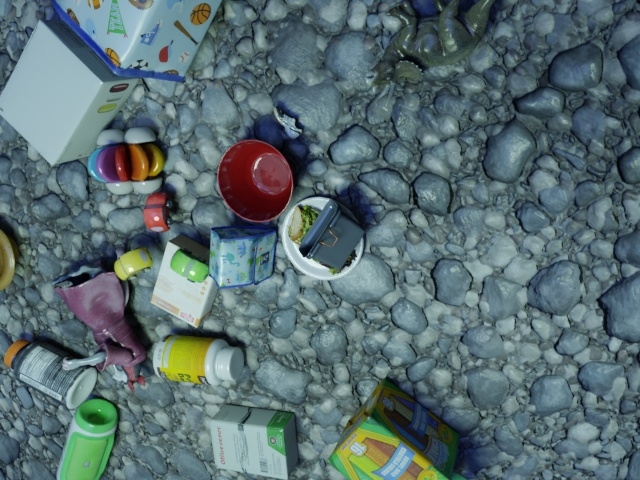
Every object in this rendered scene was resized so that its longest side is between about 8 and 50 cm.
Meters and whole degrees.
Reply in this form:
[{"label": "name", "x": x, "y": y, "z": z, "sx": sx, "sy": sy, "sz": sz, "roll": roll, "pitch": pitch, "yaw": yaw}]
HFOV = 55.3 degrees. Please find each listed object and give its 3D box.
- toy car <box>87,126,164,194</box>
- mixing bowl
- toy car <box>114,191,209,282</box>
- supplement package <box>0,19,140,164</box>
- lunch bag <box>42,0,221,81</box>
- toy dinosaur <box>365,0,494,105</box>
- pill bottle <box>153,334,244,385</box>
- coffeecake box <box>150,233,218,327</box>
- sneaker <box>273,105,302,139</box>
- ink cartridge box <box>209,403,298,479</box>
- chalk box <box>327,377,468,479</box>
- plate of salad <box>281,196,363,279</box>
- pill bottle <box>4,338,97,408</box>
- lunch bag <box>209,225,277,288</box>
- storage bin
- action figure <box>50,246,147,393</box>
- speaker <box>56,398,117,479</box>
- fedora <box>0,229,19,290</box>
[{"label": "toy car", "x": -0.473, "y": -0.184, "z": 1.456, "sx": 0.181, "sy": 0.136, "sz": 0.159, "roll": 0, "pitch": 107, "yaw": 20}, {"label": "mixing bowl", "x": -0.129, "y": -0.142, "z": 1.367, "sx": 0.181, "sy": 0.098, "sz": 0.182, "roll": 6, "pitch": 109, "yaw": 17}, {"label": "toy car", "x": -0.366, "y": 0.027, "z": 1.451, "sx": 0.225, "sy": 0.053, "sz": 0.239, "roll": 29, "pitch": 95, "yaw": 10}, {"label": "supplement package", "x": -0.600, "y": -0.349, "z": 1.446, "sx": 0.204, "sy": 0.145, "sz": 0.262, "roll": 44, "pitch": 116, "yaw": 2}, {"label": "lunch bag", "x": -0.404, "y": -0.575, "z": 1.263, "sx": 0.385, "sy": 0.239, "sz": 0.328, "roll": 47, "pitch": 117, "yaw": 18}, {"label": "toy dinosaur", "x": 0.224, "y": -0.396, "z": 1.168, "sx": 0.313, "sy": 0.121, "sz": 0.160, "roll": -19, "pitch": 112, "yaw": 19}, {"label": "pill bottle", "x": -0.310, "y": 0.307, "z": 1.565, "sx": 0.214, "sy": 0.117, "sz": 0.117, "roll": 1, "pitch": 107, "yaw": 20}, {"label": "coffeecake box", "x": -0.331, "y": 0.101, "z": 1.534, "sx": 0.142, "sy": 0.068, "sz": 0.186, "roll": 27, "pitch": 114, "yaw": 10}, {"label": "sneaker", "x": -0.071, "y": -0.265, "z": 1.348, "sx": 0.037, "sy": 0.032, "sz": 0.083, "roll": -33, "pitch": 99, "yaw": 12}, {"label": "ink cartridge box", "x": -0.173, "y": 0.525, "z": 1.601, "sx": 0.208, "sy": 0.087, "sz": 0.153, "roll": 2, "pitch": 108, "yaw": 18}, {"label": "chalk box", "x": 0.198, "y": 0.501, "z": 1.410, "sx": 0.289, "sy": 0.179, "sz": 0.180, "roll": 37, "pitch": 116, "yaw": 6}, {"label": "plate of salad", "x": 0.000, "y": 0.000, "z": 1.394, "sx": 0.199, "sy": 0.048, "sz": 0.200, "roll": 6, "pitch": 108, "yaw": 18}, {"label": "pill bottle", "x": -0.778, "y": 0.371, "z": 1.748, "sx": 0.245, "sy": 0.130, "sz": 0.131, "roll": 24, "pitch": 113, "yaw": 12}, {"label": "lunch bag", "x": -0.177, "y": 0.036, "z": 1.429, "sx": 0.096, "sy": 0.151, "sz": 0.129, "roll": 39, "pitch": 127, "yaw": 51}, {"label": "storage bin", "x": 0.031, "y": -0.005, "z": 1.319, "sx": 0.091, "sy": 0.098, "sz": 0.135, "roll": 29, "pitch": 98, "yaw": -20}, {"label": "action figure", "x": -0.549, "y": 0.228, "z": 1.623, "sx": 0.275, "sy": 0.248, "sz": 0.370, "roll": -31, "pitch": 102, "yaw": -9}, {"label": "speaker", "x": -0.687, "y": 0.612, "z": 1.794, "sx": 0.131, "sy": 0.131, "sz": 0.297, "roll": 28, "pitch": 114, "yaw": 9}, {"label": "fedora", "x": -0.910, "y": 0.043, "z": 1.719, "sx": 0.194, "sy": 0.079, "sz": 0.195, "roll": 4, "pitch": 102, "yaw": 19}]
